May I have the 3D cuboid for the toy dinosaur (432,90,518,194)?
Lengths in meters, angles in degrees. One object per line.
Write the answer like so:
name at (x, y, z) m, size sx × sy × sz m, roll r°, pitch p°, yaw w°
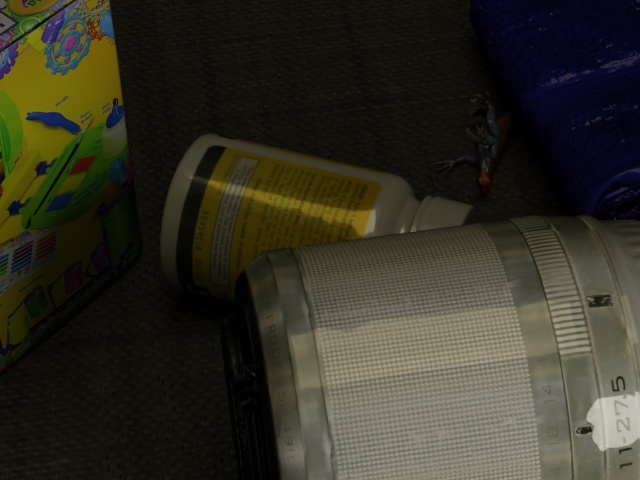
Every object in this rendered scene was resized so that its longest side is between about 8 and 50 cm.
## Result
toy dinosaur at (0.135, -0.074, 1.475) m, size 0.090 × 0.047 × 0.082 m, roll -5°, pitch 66°, yaw -17°

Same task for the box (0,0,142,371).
box at (-0.292, -0.041, 1.292) m, size 0.177 × 0.279 × 0.290 m, roll 33°, pitch 56°, yaw 27°

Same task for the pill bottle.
pill bottle at (0.000, 0.000, 1.355) m, size 0.208 × 0.119 × 0.119 m, roll 13°, pitch 50°, yaw 14°

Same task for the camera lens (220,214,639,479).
camera lens at (0.081, 0.101, 1.195) m, size 0.274 × 0.219 × 0.219 m, roll -8°, pitch 48°, yaw -6°

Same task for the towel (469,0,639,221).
towel at (0.261, -0.129, 1.461) m, size 0.228 × 0.076 × 0.308 m, roll -9°, pitch 38°, yaw -10°
